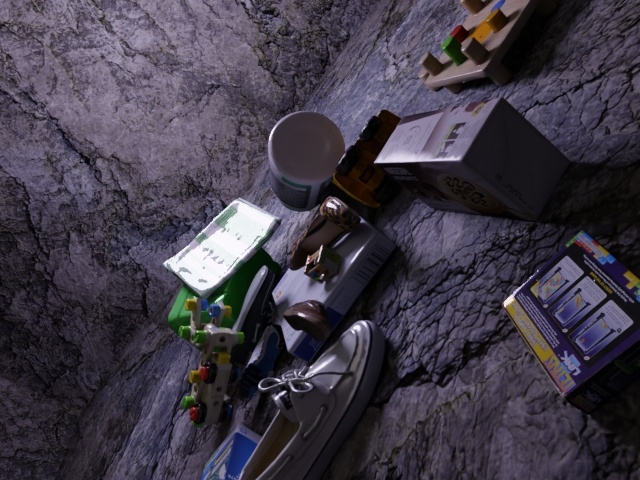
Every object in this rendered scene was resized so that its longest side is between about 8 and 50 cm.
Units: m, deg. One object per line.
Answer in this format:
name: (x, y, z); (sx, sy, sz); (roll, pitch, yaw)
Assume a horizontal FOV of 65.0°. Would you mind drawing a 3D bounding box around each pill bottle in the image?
pill bottle: (-0.050, -0.209, 1.462); (0.204, 0.204, 0.361); (-61, -1, -13)

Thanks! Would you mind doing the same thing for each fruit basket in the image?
fruit basket: (-0.332, 0.192, 1.584); (0.392, 0.283, 0.392); (-27, 35, 21)

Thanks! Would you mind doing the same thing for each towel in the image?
towel: (-0.292, 0.011, 1.503); (0.325, 0.038, 0.248); (-44, 45, -20)

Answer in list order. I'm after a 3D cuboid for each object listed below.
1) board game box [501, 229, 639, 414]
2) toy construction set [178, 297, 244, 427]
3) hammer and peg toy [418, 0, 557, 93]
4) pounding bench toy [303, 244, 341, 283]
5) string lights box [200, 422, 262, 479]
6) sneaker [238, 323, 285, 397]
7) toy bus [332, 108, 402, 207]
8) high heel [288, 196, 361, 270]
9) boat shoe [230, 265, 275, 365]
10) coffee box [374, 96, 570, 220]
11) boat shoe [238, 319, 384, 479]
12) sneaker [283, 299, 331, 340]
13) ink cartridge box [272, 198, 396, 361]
board game box: (0.305, 0.087, 0.577); (0.141, 0.048, 0.170); (-50, 22, 21)
toy construction set: (-0.275, 0.319, 1.225); (0.215, 0.151, 0.327); (27, 119, 53)
hammer and peg toy: (0.358, -0.484, 1.193); (0.266, 0.127, 0.361); (-56, 20, 0)
pounding bench toy: (-0.001, 0.066, 1.088); (0.065, 0.052, 0.083); (-39, 27, 42)
string lights box: (-0.181, 0.486, 0.958); (0.133, 0.077, 0.259); (-53, 8, 9)
sneaker: (-0.147, 0.304, 1.257); (0.190, 0.071, 0.083); (-62, 8, -23)
toy bus: (0.133, -0.198, 1.284); (0.220, 0.149, 0.211); (-55, 4, -2)
high heel: (0.000, 0.000, 1.113); (0.186, 0.093, 0.261); (-54, 5, -4)
boat shoe: (-0.171, 0.203, 1.320); (0.114, 0.091, 0.302); (-84, 18, -61)
coffee box: (0.244, -0.137, 0.876); (0.118, 0.168, 0.297); (-58, 21, -4)
boat shoe: (-0.033, 0.283, 0.882); (0.367, 0.156, 0.136); (-58, 20, -4)
sneaker: (-0.017, 0.145, 0.992); (0.071, 0.066, 0.188); (-41, 16, -19)
ink cartridge box: (0.014, 0.079, 1.212); (0.324, 0.071, 0.330); (-55, 18, 8)
